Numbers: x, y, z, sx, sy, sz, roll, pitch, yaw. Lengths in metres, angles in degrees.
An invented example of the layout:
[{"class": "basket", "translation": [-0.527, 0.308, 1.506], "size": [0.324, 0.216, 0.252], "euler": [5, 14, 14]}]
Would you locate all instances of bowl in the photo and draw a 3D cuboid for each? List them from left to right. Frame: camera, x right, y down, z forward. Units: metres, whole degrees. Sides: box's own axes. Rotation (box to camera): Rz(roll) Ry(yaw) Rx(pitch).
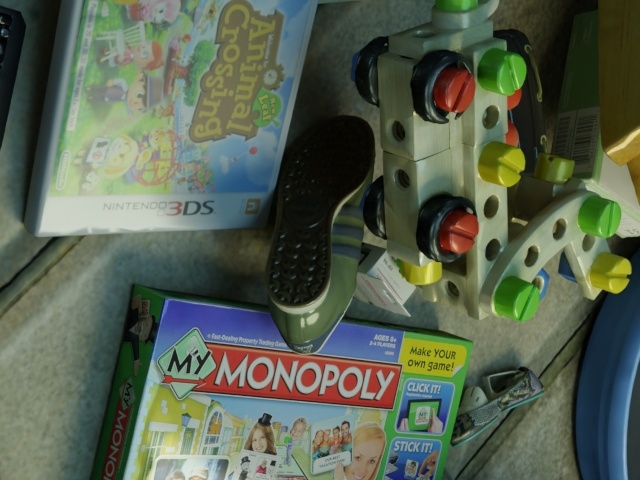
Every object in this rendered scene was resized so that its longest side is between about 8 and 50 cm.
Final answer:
[{"class": "bowl", "translation": [0.403, 0.146, 1.446], "size": [0.391, 0.077, 0.391], "euler": [-10, 106, -37]}]

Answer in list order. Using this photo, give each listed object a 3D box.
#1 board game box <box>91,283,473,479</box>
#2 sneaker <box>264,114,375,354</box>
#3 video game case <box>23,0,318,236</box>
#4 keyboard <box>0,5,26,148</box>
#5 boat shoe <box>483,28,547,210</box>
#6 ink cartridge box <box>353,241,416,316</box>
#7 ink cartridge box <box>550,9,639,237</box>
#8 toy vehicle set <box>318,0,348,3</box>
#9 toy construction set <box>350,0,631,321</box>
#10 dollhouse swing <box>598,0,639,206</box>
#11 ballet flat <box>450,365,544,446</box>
[{"class": "board game box", "translation": [-0.026, 0.160, 1.124], "size": [0.317, 0.046, 0.213], "euler": [10, 94, -40]}, {"class": "sneaker", "translation": [0.000, 0.000, 1.079], "size": [0.086, 0.064, 0.192], "euler": [84, 17, -48]}, {"class": "video game case", "translation": [-0.096, -0.104, 0.989], "size": [0.193, 0.023, 0.212], "euler": [-3, 116, -39]}, {"class": "keyboard", "translation": [-0.240, -0.059, 0.906], "size": [0.100, 0.038, 0.192], "euler": [10, 93, -40]}, {"class": "boat shoe", "translation": [0.157, -0.060, 1.196], "size": [0.069, 0.081, 0.227], "euler": [-20, 110, -30]}, {"class": "ink cartridge box", "translation": [0.040, 0.027, 1.120], "size": [0.028, 0.083, 0.048], "euler": [-51, 126, -17]}, {"class": "ink cartridge box", "translation": [0.302, -0.081, 1.297], "size": [0.235, 0.056, 0.171], "euler": [29, 65, -40]}, {"class": "toy vehicle set", "translation": [0.018, -0.262, 1.067], "size": [0.267, 0.035, 0.166], "euler": [-12, 108, -36]}, {"class": "toy construction set", "translation": [0.120, -0.083, 1.044], "size": [0.215, 0.151, 0.327], "euler": [-23, 106, -36]}, {"class": "dollhouse swing", "translation": [0.437, -0.145, 1.152], "size": [0.347, 0.305, 0.315], "euler": [37, 48, -42]}, {"class": "ballet flat", "translation": [0.147, 0.141, 1.270], "size": [0.114, 0.041, 0.041], "euler": [-25, 115, -32]}]
